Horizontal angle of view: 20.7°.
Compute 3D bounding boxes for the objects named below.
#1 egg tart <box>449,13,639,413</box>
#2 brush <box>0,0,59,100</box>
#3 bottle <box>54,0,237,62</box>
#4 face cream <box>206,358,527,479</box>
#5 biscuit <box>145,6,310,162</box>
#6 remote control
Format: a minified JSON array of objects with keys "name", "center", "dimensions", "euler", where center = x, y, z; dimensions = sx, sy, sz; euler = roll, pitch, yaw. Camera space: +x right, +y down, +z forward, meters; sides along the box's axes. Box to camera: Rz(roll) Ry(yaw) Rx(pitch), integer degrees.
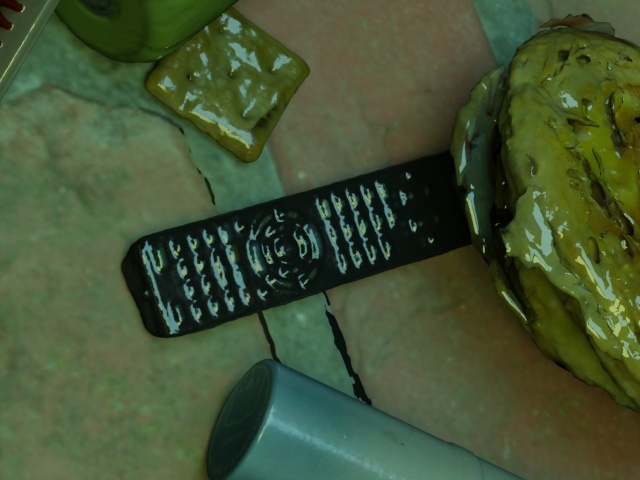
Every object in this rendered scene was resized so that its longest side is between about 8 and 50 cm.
[{"name":"egg tart","center":[0.187,0.005,1.074],"dimensions":[0.297,0.132,0.297],"euler":[23,52,-32]},{"name":"brush","center":[-0.151,-0.164,0.906],"dimensions":[0.321,0.060,0.050],"euler":[-60,148,-5]},{"name":"bottle","center":[-0.048,-0.212,1.027],"dimensions":[0.112,0.112,0.260],"euler":[49,57,-4]},{"name":"face cream","center":[0.062,0.149,0.974],"dimensions":[0.250,0.077,0.077],"euler":[27,61,-19]},{"name":"biscuit","center":[-0.054,-0.098,1.038],"dimensions":[0.081,0.018,0.083],"euler":[37,58,-11]},{"name":"remote control","center":[0.000,0.000,1.027],"dimensions":[0.245,0.025,0.063],"euler":[-16,81,-32]}]
